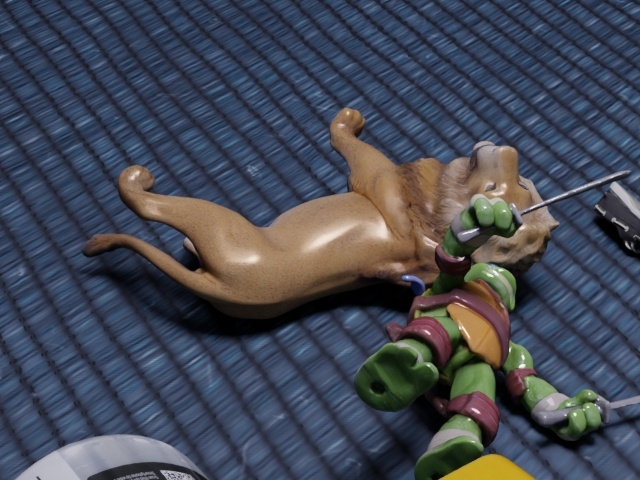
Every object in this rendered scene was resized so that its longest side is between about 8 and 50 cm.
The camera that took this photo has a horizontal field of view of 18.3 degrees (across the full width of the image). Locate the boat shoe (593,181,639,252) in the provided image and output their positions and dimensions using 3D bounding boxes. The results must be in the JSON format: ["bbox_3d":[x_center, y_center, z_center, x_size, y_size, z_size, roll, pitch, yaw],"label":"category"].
[{"bbox_3d":[0.300,-0.009,1.882,0.046,0.038,0.125,31,16,-41],"label":"boat shoe"}]

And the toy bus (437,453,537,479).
[{"bbox_3d":[0.194,0.284,1.312,0.108,0.130,0.332,-21,38,-31],"label":"toy bus"}]

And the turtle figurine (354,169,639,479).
[{"bbox_3d":[0.158,0.072,1.593,0.274,0.198,0.266,9,31,21],"label":"turtle figurine"}]

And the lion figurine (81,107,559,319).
[{"bbox_3d":[0.000,0.000,1.794,0.392,0.142,0.240,-22,42,-12],"label":"lion figurine"}]

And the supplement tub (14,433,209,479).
[{"bbox_3d":[-0.087,0.279,1.257,0.193,0.194,0.316,-17,35,-26],"label":"supplement tub"}]
